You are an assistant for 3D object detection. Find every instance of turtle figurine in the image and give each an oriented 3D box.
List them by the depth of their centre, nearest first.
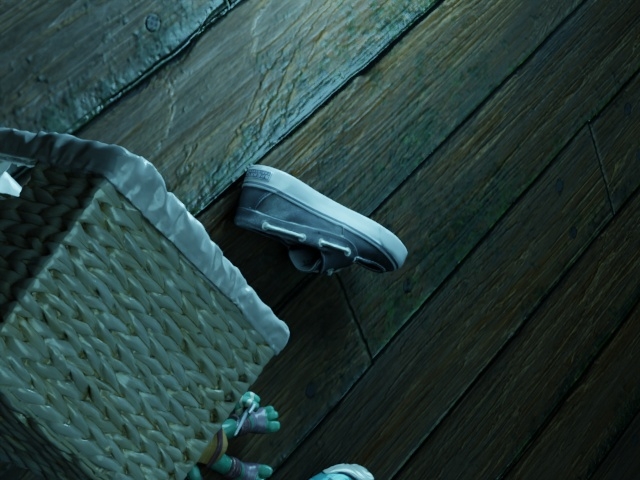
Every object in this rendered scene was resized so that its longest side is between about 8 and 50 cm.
[{"bbox_3d":[-0.137,0.266,1.840,0.234,0.118,0.175,17,99,-63],"label":"turtle figurine"}]

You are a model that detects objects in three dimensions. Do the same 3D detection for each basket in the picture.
[{"bbox_3d":[-0.279,0.079,1.497,0.266,0.328,0.331,-57,133,-22],"label":"basket"}]

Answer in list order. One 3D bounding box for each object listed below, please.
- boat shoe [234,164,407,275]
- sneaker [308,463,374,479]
[{"bbox_3d":[0.000,0.000,1.952,0.301,0.108,0.102,30,75,-44],"label":"boat shoe"},{"bbox_3d":[0.024,0.462,2.085,0.110,0.107,0.275,-8,98,-27],"label":"sneaker"}]
